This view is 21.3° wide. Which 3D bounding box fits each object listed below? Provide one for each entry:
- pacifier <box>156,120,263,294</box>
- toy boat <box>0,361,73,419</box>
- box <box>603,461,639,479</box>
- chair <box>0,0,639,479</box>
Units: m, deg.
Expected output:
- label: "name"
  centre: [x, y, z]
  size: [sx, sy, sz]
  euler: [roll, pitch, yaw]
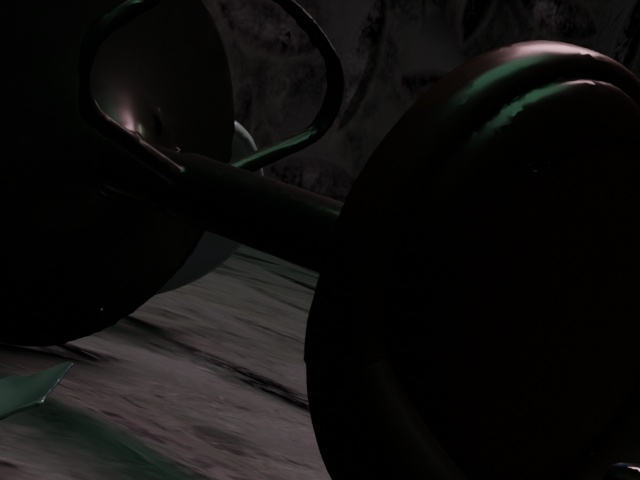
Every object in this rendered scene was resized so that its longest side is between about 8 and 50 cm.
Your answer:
- label: "pacifier"
  centre: [-0.171, -0.020, 1.108]
  size: [0.279, 0.227, 0.207]
  euler: [39, 24, -33]
- label: "toy boat"
  centre: [-0.244, 0.008, 0.627]
  size: [0.292, 0.070, 0.210]
  euler: [24, 7, 39]
- label: "box"
  centre: [0.254, 0.154, 0.527]
  size: [0.310, 0.084, 0.198]
  euler: [14, -1, 41]
- label: "chair"
  centre: [0.000, 0.000, 0.773]
  size: [0.401, 0.226, 0.226]
  euler: [22, 4, 43]
